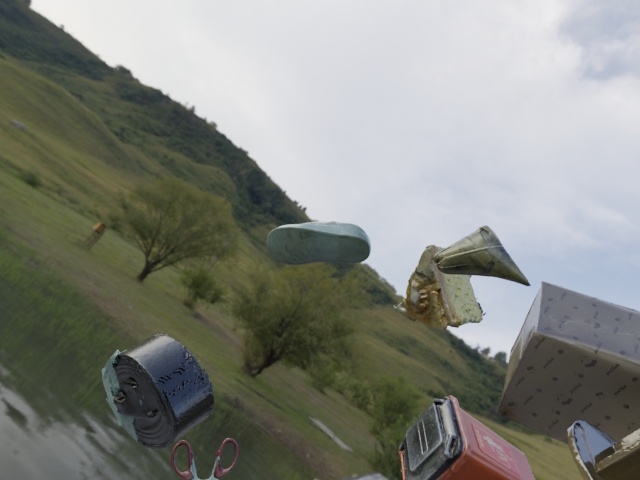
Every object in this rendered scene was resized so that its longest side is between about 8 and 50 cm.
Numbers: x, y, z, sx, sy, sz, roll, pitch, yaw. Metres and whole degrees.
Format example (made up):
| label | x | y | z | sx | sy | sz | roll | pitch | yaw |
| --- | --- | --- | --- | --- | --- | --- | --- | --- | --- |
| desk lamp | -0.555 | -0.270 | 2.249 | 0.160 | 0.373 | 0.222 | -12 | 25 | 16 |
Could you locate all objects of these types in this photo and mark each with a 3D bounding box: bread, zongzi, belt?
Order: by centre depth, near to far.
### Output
| label | x | y | z | sx | sy | sz | roll | pitch | yaw |
| --- | --- | --- | --- | --- | --- | --- | --- | --- | --- |
| zongzi | 0.179 | 0.034 | 0.478 | 0.040 | 0.076 | 0.083 | 31 | 30 | -59 |
| belt | -0.242 | 0.216 | 0.608 | 0.198 | 0.078 | 0.151 | -27 | -90 | 41 |
| bread | 0.234 | 0.085 | 0.788 | 0.147 | 0.152 | 0.127 | -1 | 14 | -43 |

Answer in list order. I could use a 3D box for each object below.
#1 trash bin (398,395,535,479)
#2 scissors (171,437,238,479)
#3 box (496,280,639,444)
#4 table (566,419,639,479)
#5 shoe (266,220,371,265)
| label | x | y | z | sx | sy | sz | roll | pitch | yaw |
| --- | --- | --- | --- | --- | --- | --- | --- | --- | --- |
| trash bin | 0.294 | 0.461 | 0.856 | 0.238 | 0.184 | 0.161 | 33 | 21 | -7 |
| scissors | -0.250 | 0.557 | 0.893 | 0.144 | 0.248 | 0.017 | 4 | -28 | -14 |
| box | 0.524 | 0.252 | 0.794 | 0.297 | 0.190 | 0.225 | 18 | -57 | 20 |
| table | 0.358 | 0.167 | 0.341 | 0.167 | 0.227 | 0.167 | 31 | 25 | -16 |
| shoe | 0.000 | 0.000 | 0.978 | 0.251 | 0.100 | 0.103 | 2 | -65 | 20 |
